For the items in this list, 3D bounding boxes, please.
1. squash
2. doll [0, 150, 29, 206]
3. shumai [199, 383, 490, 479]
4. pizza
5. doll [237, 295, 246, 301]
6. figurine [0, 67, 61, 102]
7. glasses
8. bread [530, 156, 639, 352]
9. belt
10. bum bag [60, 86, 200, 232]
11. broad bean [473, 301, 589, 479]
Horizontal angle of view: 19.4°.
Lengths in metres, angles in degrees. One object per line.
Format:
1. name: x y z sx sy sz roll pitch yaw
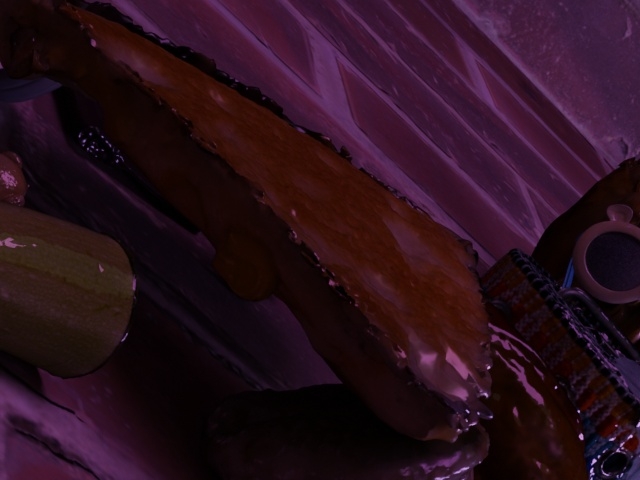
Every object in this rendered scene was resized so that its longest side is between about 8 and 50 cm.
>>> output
1. squash: -0.208 0.018 1.050 0.224 0.094 0.094 19 34 -49
2. doll: -0.228 -0.043 1.164 0.093 0.051 0.061 31 31 -45
3. shumai: 0.019 0.166 1.255 0.201 0.201 0.120 -55 146 -74
4. pizza: -0.013 -0.019 1.335 0.435 0.080 0.392 46 15 16
5. doll: -0.032 -0.013 1.532 0.077 0.115 0.150 21 33 11
6. figurine: -0.227 -0.141 1.353 0.086 0.094 0.082 4 82 -31
7. glasses: 0.311 0.082 1.907 0.189 0.088 0.220 40 -24 4
8. bread: 0.338 0.032 2.144 0.167 0.277 0.324 40 21 -17
9. belt: 0.235 0.137 1.826 0.257 0.150 0.207 47 11 -8
10. bum bag: -0.153 -0.076 1.505 0.159 0.026 0.109 44 16 -40
11. broad bean: 0.147 0.148 1.624 0.228 0.122 0.156 57 -9 4
